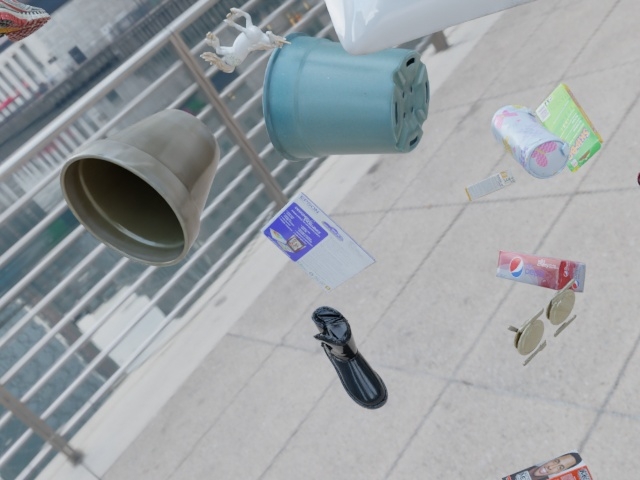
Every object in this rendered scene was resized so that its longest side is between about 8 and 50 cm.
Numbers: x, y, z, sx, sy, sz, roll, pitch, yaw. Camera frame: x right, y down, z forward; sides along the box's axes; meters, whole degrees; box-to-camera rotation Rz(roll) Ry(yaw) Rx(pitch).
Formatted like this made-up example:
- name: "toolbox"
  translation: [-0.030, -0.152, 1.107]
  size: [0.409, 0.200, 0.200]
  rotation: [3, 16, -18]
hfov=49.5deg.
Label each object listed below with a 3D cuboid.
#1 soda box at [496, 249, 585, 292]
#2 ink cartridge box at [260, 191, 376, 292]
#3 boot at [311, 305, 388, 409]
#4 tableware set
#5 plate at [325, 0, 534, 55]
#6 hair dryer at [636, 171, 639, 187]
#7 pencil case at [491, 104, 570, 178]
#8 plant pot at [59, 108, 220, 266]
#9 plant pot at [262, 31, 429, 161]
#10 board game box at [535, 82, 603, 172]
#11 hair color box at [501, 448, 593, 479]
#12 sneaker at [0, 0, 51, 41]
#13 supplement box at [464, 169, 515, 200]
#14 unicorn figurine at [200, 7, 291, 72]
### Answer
- name: "soda box"
  translation: [0.608, 0.083, 1.931]
  size: [0.263, 0.092, 0.083]
  rotation: [-168, 85, -66]
- name: "ink cartridge box"
  translation: [0.000, 0.000, 1.435]
  size: [0.045, 0.206, 0.208]
  rotation: [-51, 8, -35]
- name: "boot"
  translation: [0.069, 0.295, 1.741]
  size: [0.094, 0.207, 0.246]
  rotation: [-33, 58, -8]
- name: "tableware set"
  translation: [0.485, 0.173, 1.520]
  size: [0.194, 0.128, 0.039]
  rotation: [-36, 42, -21]
- name: "plate"
  translation: [0.112, -0.356, 0.725]
  size: [0.277, 0.278, 0.045]
  rotation: [-18, -13, -5]
- name: "hair dryer"
  translation: [0.665, -0.146, 1.178]
  size: [0.293, 0.224, 0.080]
  rotation: [-26, 37, -5]
- name: "pencil case"
  translation: [0.548, -0.264, 1.823]
  size: [0.124, 0.113, 0.273]
  rotation: [-18, 31, 3]
- name: "plant pot"
  translation: [-0.381, -0.150, 1.601]
  size: [0.323, 0.323, 0.280]
  rotation: [-18, 33, 41]
- name: "plant pot"
  translation: [0.082, -0.361, 1.779]
  size: [0.334, 0.341, 0.341]
  rotation: [8, 46, 29]
- name: "board game box"
  translation: [0.747, -0.336, 2.081]
  size: [0.124, 0.039, 0.259]
  rotation: [-52, 43, 43]
- name: "hair color box"
  translation: [0.389, 0.415, 1.191]
  size: [0.141, 0.043, 0.072]
  rotation: [-24, 2, 8]
- name: "sneaker"
  translation: [-0.606, -0.447, 1.343]
  size: [0.088, 0.093, 0.225]
  rotation: [-28, 7, 13]
- name: "supplement box"
  translation: [0.399, -0.130, 1.633]
  size: [0.098, 0.036, 0.062]
  rotation: [-24, -3, 41]
- name: "unicorn figurine"
  translation: [-0.143, -0.377, 1.306]
  size: [0.162, 0.111, 0.060]
  rotation: [-31, 30, 36]
